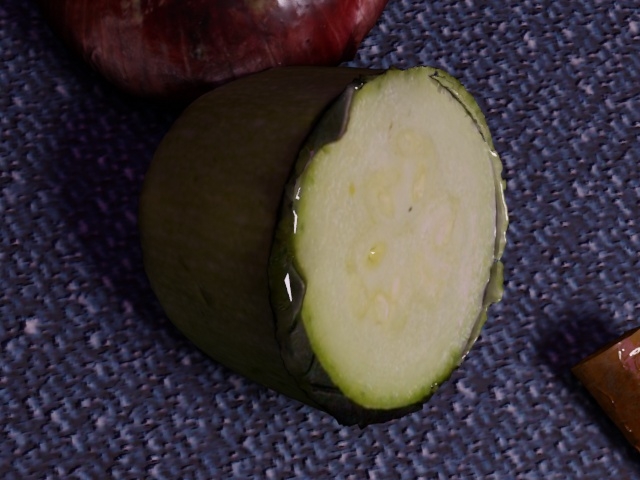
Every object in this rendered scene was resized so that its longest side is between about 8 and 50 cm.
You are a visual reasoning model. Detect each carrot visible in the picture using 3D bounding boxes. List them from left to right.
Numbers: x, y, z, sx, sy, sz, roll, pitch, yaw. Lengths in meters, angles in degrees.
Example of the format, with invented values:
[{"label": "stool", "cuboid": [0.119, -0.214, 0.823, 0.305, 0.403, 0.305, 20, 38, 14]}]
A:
[{"label": "carrot", "cuboid": [0.240, 0.150, 0.971, 0.061, 0.061, 0.210, -30, 80, -18]}]

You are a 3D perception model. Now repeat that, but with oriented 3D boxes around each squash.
[{"label": "squash", "cuboid": [0.015, -0.001, 0.951, 0.220, 0.133, 0.220, -5, 98, -40]}]

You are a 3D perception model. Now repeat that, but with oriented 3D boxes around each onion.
[{"label": "onion", "cuboid": [-0.065, -0.226, 1.000, 0.272, 0.195, 0.272, 0, 63, 1]}]
